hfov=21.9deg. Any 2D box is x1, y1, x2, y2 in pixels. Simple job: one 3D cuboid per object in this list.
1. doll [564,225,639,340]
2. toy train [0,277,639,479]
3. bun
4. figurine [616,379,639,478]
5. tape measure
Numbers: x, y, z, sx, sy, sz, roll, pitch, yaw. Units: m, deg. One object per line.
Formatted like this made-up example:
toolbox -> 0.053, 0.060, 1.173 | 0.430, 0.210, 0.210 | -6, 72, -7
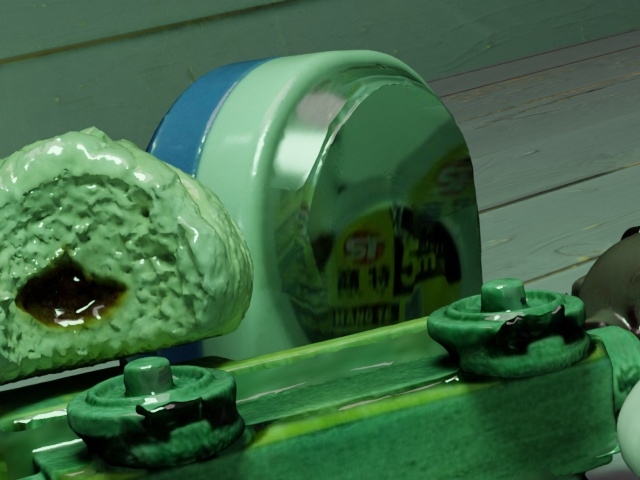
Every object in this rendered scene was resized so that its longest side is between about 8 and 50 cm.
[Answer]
doll -> 0.256, 0.035, 1.100 | 0.182, 0.117, 0.257 | 0, 15, 32
toy train -> -0.006, 0.111, 0.905 | 0.369, 0.150, 0.237 | -12, 5, -18
bun -> -0.145, 0.011, 0.903 | 0.204, 0.126, 0.212 | -18, -5, 40
figurine -> 0.214, 0.119, 0.827 | 0.129, 0.109, 0.178 | 19, 13, -6
tape measure -> 0.001, 0.002, 1.119 | 0.138, 0.262, 0.259 | 7, 11, 37
